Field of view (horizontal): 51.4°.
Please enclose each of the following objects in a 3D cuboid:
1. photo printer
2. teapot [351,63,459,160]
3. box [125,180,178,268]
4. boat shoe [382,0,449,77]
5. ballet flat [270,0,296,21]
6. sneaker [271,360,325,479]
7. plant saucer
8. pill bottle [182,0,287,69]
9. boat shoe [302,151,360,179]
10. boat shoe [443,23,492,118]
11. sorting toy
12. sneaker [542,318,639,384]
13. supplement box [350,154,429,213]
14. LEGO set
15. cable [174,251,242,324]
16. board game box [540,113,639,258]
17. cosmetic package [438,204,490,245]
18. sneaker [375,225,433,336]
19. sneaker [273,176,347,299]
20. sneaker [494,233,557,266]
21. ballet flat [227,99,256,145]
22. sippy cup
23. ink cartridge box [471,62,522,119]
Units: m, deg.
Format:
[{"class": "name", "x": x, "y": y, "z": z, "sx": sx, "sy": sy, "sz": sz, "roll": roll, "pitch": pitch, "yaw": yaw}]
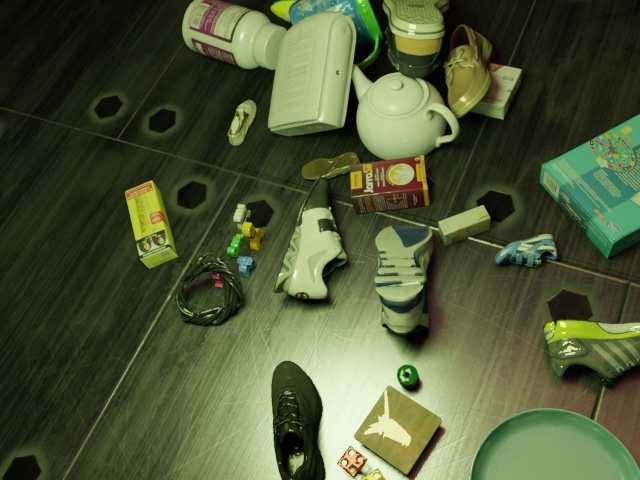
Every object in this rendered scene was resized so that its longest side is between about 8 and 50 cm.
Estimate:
[{"class": "photo printer", "x": -0.023, "y": -0.439, "z": 1.742, "sx": 0.256, "sy": 0.107, "sz": 0.307, "roll": 2, "pitch": 83, "yaw": 54}, {"class": "teapot", "x": 0.207, "y": -0.336, "z": 1.700, "sx": 0.256, "sy": 0.187, "sz": 0.252, "roll": -9, "pitch": 59, "yaw": 7}, {"class": "box", "x": -0.447, "y": -0.044, "z": 1.750, "sx": 0.087, "sy": 0.058, "sz": 0.232, "roll": -22, "pitch": 58, "yaw": 1}, {"class": "boat shoe", "x": 0.255, "y": -0.569, "z": 1.792, "sx": 0.187, "sy": 0.156, "sz": 0.500, "roll": 4, "pitch": 32, "yaw": 5}, {"class": "ballet flat", "x": -0.043, "y": -0.696, "z": 2.037, "sx": 0.231, "sy": 0.077, "sz": 0.077, "roll": 0, "pitch": 77, "yaw": 11}, {"class": "sneaker", "x": -0.053, "y": 0.376, "z": 1.376, "sx": 0.109, "sy": 0.130, "sz": 0.286, "roll": -17, "pitch": 57, "yaw": 5}, {"class": "plant saucer", "x": 0.443, "y": 0.479, "z": 1.254, "sx": 0.318, "sy": 0.043, "sz": 0.317, "roll": -5, "pitch": 60, "yaw": 9}, {"class": "pill bottle", "x": -0.247, "y": -0.607, "z": 1.971, "sx": 0.302, "sy": 0.169, "sz": 0.169, "roll": 25, "pitch": 68, "yaw": 24}, {"class": "boat shoe", "x": 0.028, "y": -0.190, "z": 1.743, "sx": 0.153, "sy": 0.048, "sz": 0.056, "roll": -18, "pitch": 70, "yaw": 10}, {"class": "boat shoe", "x": 0.365, "y": -0.441, "z": 1.718, "sx": 0.122, "sy": 0.110, "sz": 0.341, "roll": -36, "pitch": 25, "yaw": 38}, {"class": "sorting toy", "x": 0.155, "y": 0.398, "z": 1.363, "sx": 0.132, "sy": 0.046, "sz": 0.274, "roll": 29, "pitch": 70, "yaw": 26}, {"class": "sneaker", "x": 0.607, "y": 0.231, "z": 1.339, "sx": 0.300, "sy": 0.111, "sz": 0.121, "roll": -1, "pitch": 70, "yaw": 19}, {"class": "supplement box", "x": 0.171, "y": -0.138, "z": 1.653, "sx": 0.188, "sy": 0.081, "sz": 0.104, "roll": -6, "pitch": 59, "yaw": 9}, {"class": "LEGO set", "x": -0.198, "y": 0.003, "z": 1.646, "sx": 0.087, "sy": 0.093, "sz": 0.227, "roll": 8, "pitch": 62, "yaw": 17}, {"class": "cable", "x": -0.269, "y": 0.128, "z": 1.590, "sx": 0.150, "sy": 0.047, "sz": 0.184, "roll": 42, "pitch": 107, "yaw": 2}, {"class": "board game box", "x": 0.727, "y": -0.144, "z": 1.533, "sx": 0.336, "sy": 0.079, "sz": 0.253, "roll": -27, "pitch": 58, "yaw": -4}, {"class": "cosmetic package", "x": 0.339, "y": -0.035, "z": 1.568, "sx": 0.115, "sy": 0.060, "sz": 0.041, "roll": -21, "pitch": 59, "yaw": 2}, {"class": "sneaker", "x": 0.182, "y": 0.105, "z": 1.487, "sx": 0.128, "sy": 0.182, "sz": 0.315, "roll": 2, "pitch": 31, "yaw": 12}, {"class": "sneaker", "x": 0.000, "y": 0.000, "z": 1.605, "sx": 0.146, "sy": 0.122, "sz": 0.330, "roll": 15, "pitch": 62, "yaw": 1}, {"class": "sneaker", "x": 0.467, "y": 0.032, "z": 1.505, "sx": 0.144, "sy": 0.053, "sz": 0.059, "roll": -17, "pitch": 60, "yaw": 4}, {"class": "ballet flat", "x": -0.221, "y": -0.344, "z": 1.878, "sx": 0.057, "sy": 0.052, "sz": 0.168, "roll": 4, "pitch": 61, "yaw": 15}, {"class": "sippy cup", "x": 0.038, "y": -0.640, "z": 1.906, "sx": 0.224, "sy": 0.240, "sz": 0.305, "roll": -21, "pitch": 48, "yaw": 12}, {"class": "ink cartridge box", "x": 0.460, "y": -0.395, "z": 1.752, "sx": 0.099, "sy": 0.056, "sz": 0.135, "roll": 20, "pitch": 67, "yaw": 24}]
